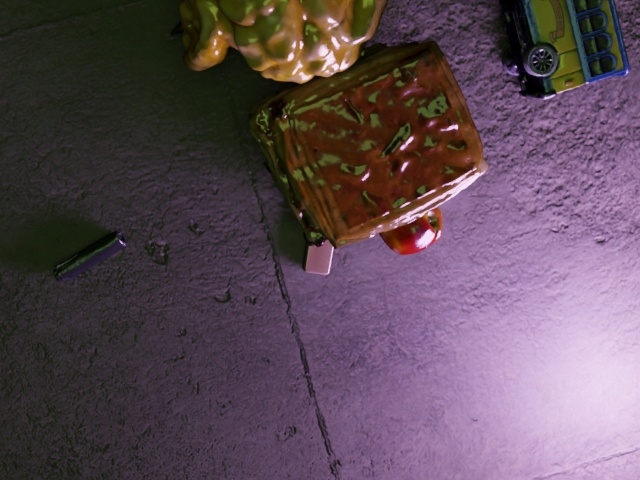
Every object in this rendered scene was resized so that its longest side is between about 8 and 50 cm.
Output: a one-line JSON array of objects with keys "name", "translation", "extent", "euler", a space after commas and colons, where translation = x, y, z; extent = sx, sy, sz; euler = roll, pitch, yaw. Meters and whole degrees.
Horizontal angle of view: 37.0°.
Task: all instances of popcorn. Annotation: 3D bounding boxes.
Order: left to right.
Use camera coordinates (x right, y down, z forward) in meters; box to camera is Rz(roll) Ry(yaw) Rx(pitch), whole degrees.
[{"name": "popcorn", "translation": [-0.074, -0.387, 1.416], "extent": [0.381, 0.349, 0.349], "euler": [-10, 105, 35]}]

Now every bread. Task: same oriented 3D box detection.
[{"name": "bread", "translation": [0.073, -0.162, 1.529], "extent": [0.324, 0.167, 0.277], "euler": [-25, 112, 3]}]

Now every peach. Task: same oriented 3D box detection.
[{"name": "peach", "translation": [0.149, -0.027, 1.606], "extent": [0.100, 0.101, 0.101], "euler": [-1, 101, -7]}]

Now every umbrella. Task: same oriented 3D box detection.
[{"name": "umbrella", "translation": [-0.380, 0.028, 1.579], "extent": [0.133, 0.031, 0.036], "euler": [-30, 101, 0]}]

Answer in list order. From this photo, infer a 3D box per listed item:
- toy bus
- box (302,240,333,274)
[{"name": "toy bus", "translation": [0.374, -0.385, 1.539], "extent": [0.175, 0.138, 0.288], "euler": [-18, 103, -3]}, {"name": "box", "translation": [0.000, 0.000, 1.624], "extent": [0.048, 0.025, 0.115], "euler": [7, 100, -14]}]
